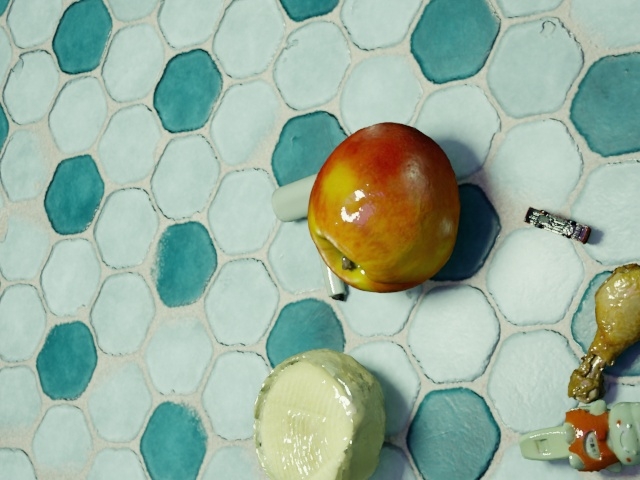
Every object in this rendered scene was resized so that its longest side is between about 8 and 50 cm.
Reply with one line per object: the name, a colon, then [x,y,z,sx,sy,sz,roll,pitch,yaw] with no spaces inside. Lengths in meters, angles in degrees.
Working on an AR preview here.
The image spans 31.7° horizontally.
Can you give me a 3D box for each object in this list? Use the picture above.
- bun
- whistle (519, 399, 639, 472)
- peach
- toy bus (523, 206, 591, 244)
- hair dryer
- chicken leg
bun: [0.009,0.312,1.938,0.259,0.152,0.259,-6,81,43]
whistle: [0.424,0.299,1.722,0.253,0.106,0.102,-13,60,29]
peach: [0.114,-0.054,1.881,0.238,0.281,0.281,139,126,-69]
toy bus: [0.384,-0.024,1.823,0.110,0.043,0.031,23,92,33]
hair dryer: [0.000,0.000,2.048,0.131,0.073,0.236,-19,83,29]
chicken leg: [0.454,0.143,1.737,0.107,0.087,0.251,30,104,23]
